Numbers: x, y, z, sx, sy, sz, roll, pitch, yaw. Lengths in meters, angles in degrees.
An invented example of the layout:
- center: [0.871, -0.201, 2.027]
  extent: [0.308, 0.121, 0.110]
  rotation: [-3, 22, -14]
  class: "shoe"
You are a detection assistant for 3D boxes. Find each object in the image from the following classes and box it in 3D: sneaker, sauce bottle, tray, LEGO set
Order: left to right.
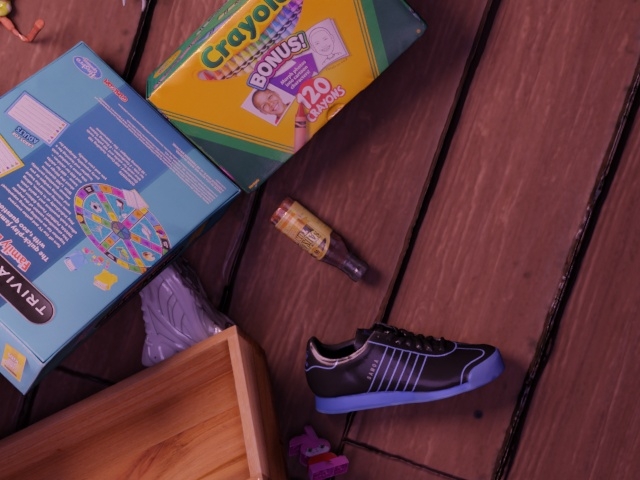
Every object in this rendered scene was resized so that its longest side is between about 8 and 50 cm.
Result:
- center: [-0.235, 0.275, 1.478]
  extent: [0.411, 0.202, 0.076]
  rotation: [-26, 140, 16]
  class: "tray"
- center: [-0.179, 0.095, 1.546]
  extent: [0.115, 0.090, 0.232]
  rotation: [-36, 93, 9]
  class: "sneaker"
- center: [-0.093, 0.287, 1.564]
  extent: [0.227, 0.093, 0.087]
  rotation: [-13, 135, -22]
  class: "LEGO set"
- center: [0.000, 0.000, 1.550]
  extent: [0.128, 0.042, 0.042]
  rotation: [37, 96, -1]
  class: "sauce bottle"
- center: [0.096, 0.138, 1.543]
  extent: [0.232, 0.081, 0.090]
  rotation: [-11, 103, 4]
  class: "sneaker"

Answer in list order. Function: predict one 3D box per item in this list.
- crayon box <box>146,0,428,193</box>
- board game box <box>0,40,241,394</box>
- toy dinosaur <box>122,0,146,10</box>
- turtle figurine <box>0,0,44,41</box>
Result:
- center: [-0.040, -0.208, 1.473]
  extent: [0.278, 0.081, 0.165]
  rotation: [-42, 112, 12]
  class: "crayon box"
- center: [-0.287, -0.035, 1.421]
  extent: [0.254, 0.336, 0.079]
  rotation: [43, 140, 2]
  class: "board game box"
- center: [-0.261, -0.424, 1.469]
  extent: [0.313, 0.121, 0.160]
  rotation: [42, 78, -6]
  class: "toy dinosaur"
- center: [-0.367, -0.367, 1.473]
  extent: [0.217, 0.087, 0.269]
  rotation: [32, 140, 8]
  class: "turtle figurine"
